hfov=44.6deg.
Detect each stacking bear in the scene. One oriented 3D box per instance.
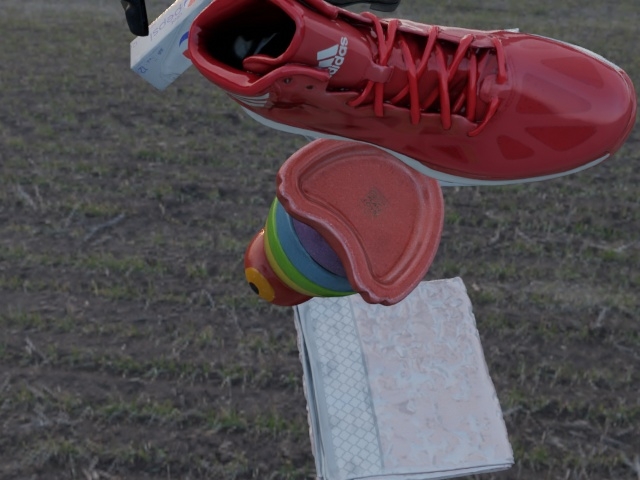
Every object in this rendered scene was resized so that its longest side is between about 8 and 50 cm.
[{"bbox_3d":[0.000,0.000,0.892,0.175,0.289,0.164,49,60,-3],"label":"stacking bear"}]

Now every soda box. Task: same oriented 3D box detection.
[{"bbox_3d":[-0.275,-0.449,1.649,0.286,0.091,0.098,-35,44,22],"label":"soda box"}]

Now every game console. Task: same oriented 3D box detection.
[{"bbox_3d":[-0.302,-0.418,1.117,0.044,0.213,0.361,-22,57,-8],"label":"game console"}]

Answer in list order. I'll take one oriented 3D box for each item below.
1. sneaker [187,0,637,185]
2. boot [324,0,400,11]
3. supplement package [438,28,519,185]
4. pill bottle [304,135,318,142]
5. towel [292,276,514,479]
[{"bbox_3d":[0.038,-0.072,0.375,0.221,0.087,0.128,6,6,16],"label":"sneaker"},{"bbox_3d":[0.112,-0.591,1.667,0.263,0.229,0.091,0,73,-20],"label":"boot"},{"bbox_3d":[0.238,-0.239,1.389,0.198,0.199,0.262,1,29,26],"label":"supplement package"},{"bbox_3d":[0.031,-0.248,1.433,0.160,0.087,0.087,-51,45,-3],"label":"pill bottle"},{"bbox_3d":[0.127,0.223,1.268,0.317,0.053,0.331,-4,63,-13],"label":"towel"}]
